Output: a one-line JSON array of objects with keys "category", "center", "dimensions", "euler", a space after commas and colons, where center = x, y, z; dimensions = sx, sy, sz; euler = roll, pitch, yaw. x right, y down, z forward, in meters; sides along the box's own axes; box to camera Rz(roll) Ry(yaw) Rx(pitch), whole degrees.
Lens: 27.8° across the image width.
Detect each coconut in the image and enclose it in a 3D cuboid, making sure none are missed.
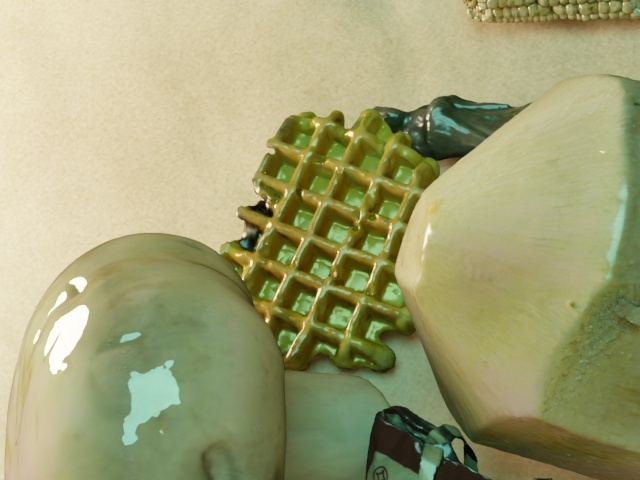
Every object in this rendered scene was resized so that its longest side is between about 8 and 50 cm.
[{"category": "coconut", "center": [0.227, 0.031, 1.077], "dimensions": [0.353, 0.352, 0.352], "euler": [-7, 58, 11]}]

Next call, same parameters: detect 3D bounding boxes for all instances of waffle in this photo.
[{"category": "waffle", "center": [0.000, -0.001, 1.323], "dimensions": [0.283, 0.065, 0.309], "euler": [-23, 60, 4]}]

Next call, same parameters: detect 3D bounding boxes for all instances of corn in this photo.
[{"category": "corn", "center": [0.258, -0.283, 1.424], "dimensions": [0.211, 0.087, 0.087], "euler": [2, 60, 17]}]

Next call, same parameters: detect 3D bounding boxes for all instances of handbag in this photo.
[{"category": "handbag", "center": [0.120, 0.274, 1.065], "dimensions": [0.213, 0.235, 0.127], "euler": [21, 27, 27]}]

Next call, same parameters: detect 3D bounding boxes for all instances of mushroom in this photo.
[{"category": "mushroom", "center": [-0.129, 0.147, 1.134], "dimensions": [0.353, 0.353, 0.325], "euler": [-28, 84, -3]}]

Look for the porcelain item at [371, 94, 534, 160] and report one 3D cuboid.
[{"category": "porcelain item", "center": [0.145, -0.120, 1.375], "dimensions": [0.216, 0.069, 0.081], "euler": [12, 68, 27]}]
